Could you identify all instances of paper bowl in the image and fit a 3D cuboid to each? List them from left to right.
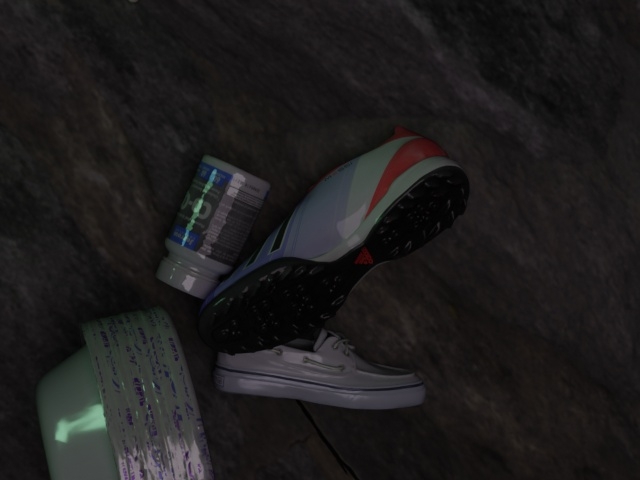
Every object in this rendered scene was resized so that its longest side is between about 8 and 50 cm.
[{"bbox_3d":[-0.190,0.214,1.774,0.148,0.284,0.284,-12,99,-9],"label":"paper bowl"}]

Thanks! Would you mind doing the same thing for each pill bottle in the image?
[{"bbox_3d":[-0.112,-0.012,1.869,0.078,0.078,0.137,24,90,-14],"label":"pill bottle"}]

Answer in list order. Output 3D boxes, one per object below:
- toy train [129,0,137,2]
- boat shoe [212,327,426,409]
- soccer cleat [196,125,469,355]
[{"bbox_3d":[-0.231,-0.309,1.825,0.166,0.046,0.125,7,95,-13],"label":"toy train"},{"bbox_3d":[0.003,0.129,1.907,0.226,0.083,0.075,5,96,-12],"label":"boat shoe"},{"bbox_3d":[0.000,0.000,1.881,0.318,0.116,0.108,-35,136,-6],"label":"soccer cleat"}]
